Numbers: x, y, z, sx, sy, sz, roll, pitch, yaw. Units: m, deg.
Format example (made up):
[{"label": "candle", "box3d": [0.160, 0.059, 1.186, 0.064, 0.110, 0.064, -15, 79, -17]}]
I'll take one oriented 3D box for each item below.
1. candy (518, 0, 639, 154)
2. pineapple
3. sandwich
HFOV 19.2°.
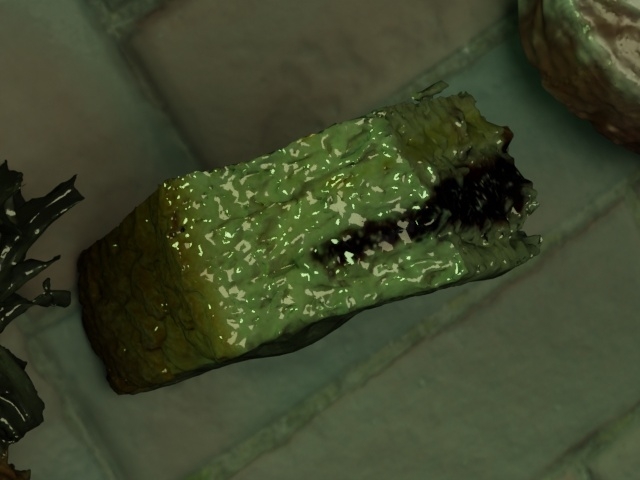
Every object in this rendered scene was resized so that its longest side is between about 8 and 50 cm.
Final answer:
[{"label": "candy", "box3d": [0.292, -0.167, 1.516, 0.289, 0.157, 0.214, 25, 64, -17]}, {"label": "pineapple", "box3d": [-0.247, 0.107, 1.253, 0.165, 0.165, 0.364, 6, 84, -26]}, {"label": "sandwich", "box3d": [-0.001, 0.000, 1.277, 0.262, 0.325, 0.131, -19, 87, -24]}]
